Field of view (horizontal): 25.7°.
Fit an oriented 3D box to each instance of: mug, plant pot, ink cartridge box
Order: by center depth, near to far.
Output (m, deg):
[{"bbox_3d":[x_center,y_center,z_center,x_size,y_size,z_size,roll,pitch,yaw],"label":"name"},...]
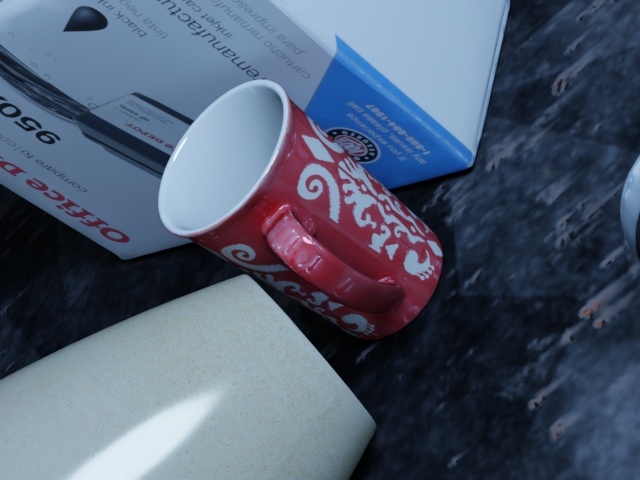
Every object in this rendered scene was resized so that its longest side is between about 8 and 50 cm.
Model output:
[{"bbox_3d":[-0.109,0.156,0.857,0.274,0.256,0.256,-40,35,-5],"label":"plant pot"},{"bbox_3d":[-0.007,0.002,0.906,0.113,0.169,0.150,-28,43,31],"label":"mug"},{"bbox_3d":[-0.107,-0.146,1.047,0.395,0.285,0.166,-14,51,43],"label":"ink cartridge box"}]

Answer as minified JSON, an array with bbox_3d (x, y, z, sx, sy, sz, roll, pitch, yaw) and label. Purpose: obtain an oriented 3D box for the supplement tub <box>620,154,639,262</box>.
[{"bbox_3d":[0.229,0.022,0.663,0.117,0.117,0.190,-42,36,16],"label":"supplement tub"}]
